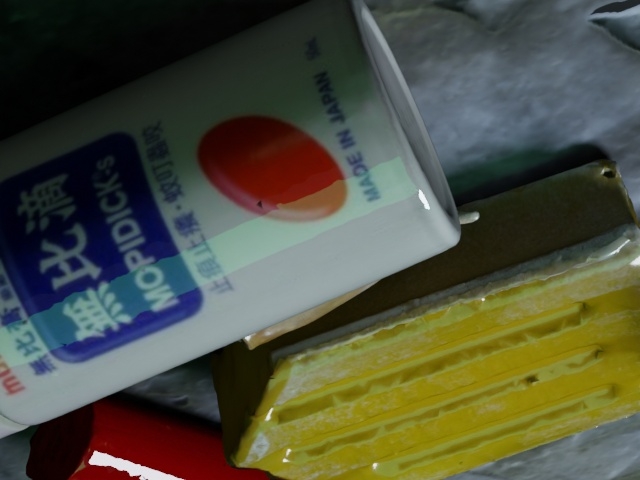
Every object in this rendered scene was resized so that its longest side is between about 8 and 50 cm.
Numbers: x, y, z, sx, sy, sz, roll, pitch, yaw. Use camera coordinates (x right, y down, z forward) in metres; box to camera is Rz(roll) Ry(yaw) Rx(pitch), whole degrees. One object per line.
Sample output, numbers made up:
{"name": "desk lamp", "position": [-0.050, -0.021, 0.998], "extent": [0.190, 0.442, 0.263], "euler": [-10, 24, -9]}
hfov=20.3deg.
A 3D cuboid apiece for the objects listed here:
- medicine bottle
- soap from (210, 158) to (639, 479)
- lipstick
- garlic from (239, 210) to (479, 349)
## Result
{"name": "medicine bottle", "position": [-0.114, 0.008, 0.828], "extent": [0.341, 0.130, 0.130], "euler": [-23, 140, 10]}
{"name": "soap", "position": [0.065, 0.062, 0.986], "extent": [0.257, 0.080, 0.160], "euler": [-19, 139, 11]}
{"name": "lipstick", "position": [-0.041, 0.156, 1.086], "extent": [0.280, 0.073, 0.073], "euler": [23, 130, -33]}
{"name": "garlic", "position": [0.002, 0.003, 0.903], "extent": [0.152, 0.084, 0.066], "euler": [-26, 144, 3]}
